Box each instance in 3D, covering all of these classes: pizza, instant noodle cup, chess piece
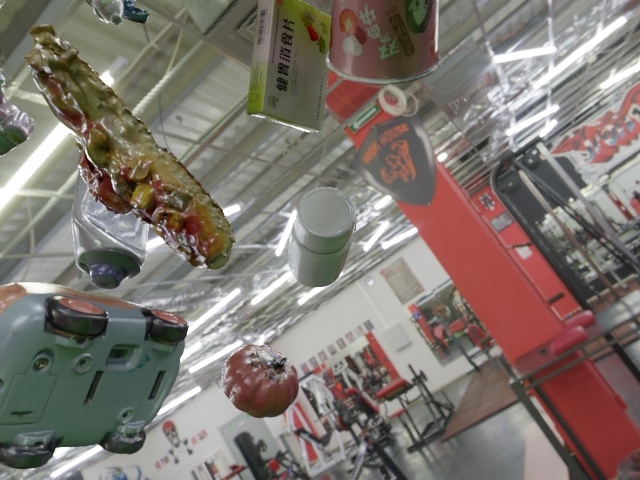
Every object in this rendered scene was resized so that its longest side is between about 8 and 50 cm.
[{"bbox_3d":[-0.332,-0.134,0.785,0.130,0.440,0.406,-43,-49,-16],"label":"pizza"},{"bbox_3d":[0.126,-0.460,0.960,0.243,0.243,0.231,-27,-42,-23],"label":"instant noodle cup"},{"bbox_3d":[-0.545,-0.609,1.198,0.139,0.272,0.139,-29,-23,-14],"label":"chess piece"}]

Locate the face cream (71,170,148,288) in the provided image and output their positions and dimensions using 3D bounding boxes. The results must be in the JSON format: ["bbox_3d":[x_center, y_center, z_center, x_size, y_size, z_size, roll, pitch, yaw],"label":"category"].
[{"bbox_3d":[-0.528,-0.069,1.268,0.137,0.420,0.235,-26,-37,23],"label":"face cream"}]

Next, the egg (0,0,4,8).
[{"bbox_3d":[-0.742,-0.521,0.930,0.279,0.310,0.279,-32,-49,-46],"label":"egg"}]

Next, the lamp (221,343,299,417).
[{"bbox_3d":[-0.131,0.307,1.111,0.182,0.182,0.140,-10,-49,-58],"label":"lamp"}]

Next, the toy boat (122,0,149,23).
[{"bbox_3d":[-0.594,-0.721,1.530,0.060,0.137,0.061,-64,-2,-52],"label":"toy boat"}]

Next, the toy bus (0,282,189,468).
[{"bbox_3d":[-0.336,0.151,0.666,0.287,0.232,0.194,22,-88,-54],"label":"toy bus"}]

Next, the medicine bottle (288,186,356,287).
[{"bbox_3d":[0.000,0.000,1.112,0.144,0.144,0.252,-28,-21,-17],"label":"medicine bottle"}]

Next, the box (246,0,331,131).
[{"bbox_3d":[-0.062,-0.385,1.082,0.175,0.261,0.062,5,3,-44],"label":"box"}]

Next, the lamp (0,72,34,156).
[{"bbox_3d":[-0.995,-0.410,1.430,0.247,0.247,0.301,-27,-52,12],"label":"lamp"}]
